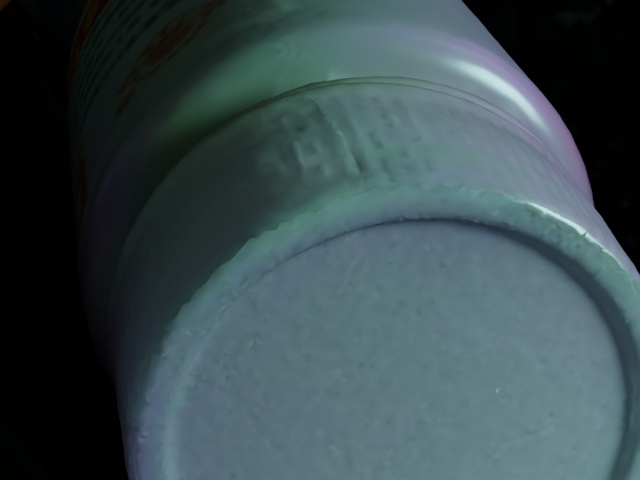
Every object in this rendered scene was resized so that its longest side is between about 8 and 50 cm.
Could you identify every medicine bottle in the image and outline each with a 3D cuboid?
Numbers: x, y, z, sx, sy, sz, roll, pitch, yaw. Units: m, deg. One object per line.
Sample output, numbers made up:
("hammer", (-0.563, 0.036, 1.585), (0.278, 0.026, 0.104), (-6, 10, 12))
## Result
("medicine bottle", (0.000, -0.012, 0.714), (0.219, 0.219, 0.388), (52, 7, -27))

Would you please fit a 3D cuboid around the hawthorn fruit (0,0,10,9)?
("hawthorn fruit", (-0.128, -0.128, 0.401), (0.185, 0.202, 0.185), (47, 17, -20))
